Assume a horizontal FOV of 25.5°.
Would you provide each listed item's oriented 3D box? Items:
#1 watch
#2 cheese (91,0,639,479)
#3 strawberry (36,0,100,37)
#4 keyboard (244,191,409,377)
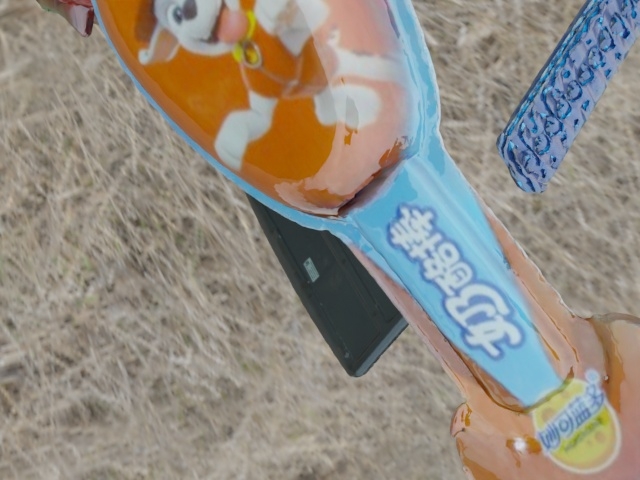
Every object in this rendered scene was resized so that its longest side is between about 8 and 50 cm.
[{"bbox_3d":[0.257,-0.159,0.855,0.276,0.275,0.068,-3,152,22],"label":"watch"},{"bbox_3d":[0.009,-0.026,0.391,0.037,0.256,0.106,-28,168,-46],"label":"cheese"},{"bbox_3d":[-0.113,-0.321,0.970,0.295,0.317,0.345,22,104,-10],"label":"strawberry"},{"bbox_3d":[0.011,0.003,0.956,0.041,0.381,0.103,13,128,-38],"label":"keyboard"}]
